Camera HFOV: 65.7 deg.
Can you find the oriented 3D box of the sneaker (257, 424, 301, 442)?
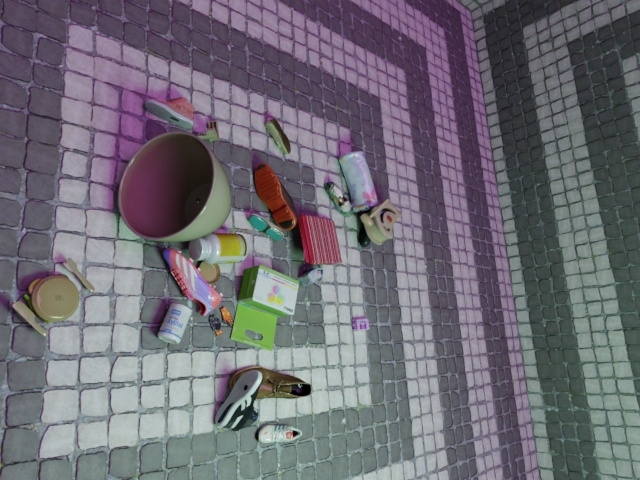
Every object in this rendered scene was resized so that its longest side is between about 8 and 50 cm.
[{"bbox_3d":[-0.135,0.656,1.682,0.161,0.075,0.057,14,68,-41],"label":"sneaker"}]

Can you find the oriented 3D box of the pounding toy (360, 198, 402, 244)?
[{"bbox_3d":[0.284,-0.087,2.142,0.269,0.155,0.154,-31,88,-50],"label":"pounding toy"}]

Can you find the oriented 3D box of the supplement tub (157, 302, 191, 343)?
[{"bbox_3d":[-0.443,0.253,1.506,0.071,0.071,0.107,35,56,-32],"label":"supplement tub"}]

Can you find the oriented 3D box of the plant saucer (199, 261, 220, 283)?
[{"bbox_3d":[-0.373,0.106,1.656,0.083,0.015,0.083,16,67,-41],"label":"plant saucer"}]

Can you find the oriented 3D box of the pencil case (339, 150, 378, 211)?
[{"bbox_3d":[0.170,-0.263,2.223,0.113,0.124,0.273,49,27,-88],"label":"pencil case"}]

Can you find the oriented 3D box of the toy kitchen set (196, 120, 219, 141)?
[{"bbox_3d":[-0.400,-0.395,1.745,0.068,0.083,0.075,-6,80,-3],"label":"toy kitchen set"}]

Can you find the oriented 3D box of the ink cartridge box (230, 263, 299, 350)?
[{"bbox_3d":[-0.190,0.239,1.737,0.189,0.097,0.255,27,60,-36],"label":"ink cartridge box"}]

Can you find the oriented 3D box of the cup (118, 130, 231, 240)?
[{"bbox_3d":[-0.405,-0.135,1.520,0.237,0.331,0.331,34,52,-66],"label":"cup"}]

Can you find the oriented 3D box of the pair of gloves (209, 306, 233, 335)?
[{"bbox_3d":[-0.331,0.269,1.652,0.083,0.010,0.074,-32,100,-42],"label":"pair of gloves"}]

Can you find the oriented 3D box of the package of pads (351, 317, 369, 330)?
[{"bbox_3d":[0.171,0.356,2.098,0.083,0.032,0.050,4,74,-43],"label":"package of pads"}]

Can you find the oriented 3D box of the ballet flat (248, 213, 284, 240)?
[{"bbox_3d":[-0.205,-0.055,1.851,0.168,0.057,0.052,40,26,-33],"label":"ballet flat"}]

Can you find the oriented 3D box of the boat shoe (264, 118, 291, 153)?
[{"bbox_3d":[-0.170,-0.413,1.992,0.153,0.048,0.056,59,34,-23],"label":"boat shoe"}]

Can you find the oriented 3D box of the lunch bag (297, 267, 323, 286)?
[{"bbox_3d":[-0.036,0.137,1.934,0.083,0.071,0.053,-32,97,-42],"label":"lunch bag"}]

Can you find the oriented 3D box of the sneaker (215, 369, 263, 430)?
[{"bbox_3d":[-0.229,0.512,1.585,0.121,0.079,0.217,34,98,-38],"label":"sneaker"}]

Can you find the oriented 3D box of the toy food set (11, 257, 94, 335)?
[{"bbox_3d":[-0.706,0.150,1.312,0.132,0.038,0.192,60,40,-23],"label":"toy food set"}]

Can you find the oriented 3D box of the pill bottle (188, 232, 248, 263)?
[{"bbox_3d":[-0.338,0.027,1.641,0.184,0.103,0.103,1,78,-50],"label":"pill bottle"}]

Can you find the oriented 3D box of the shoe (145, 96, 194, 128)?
[{"bbox_3d":[-0.502,-0.449,1.664,0.178,0.063,0.081,22,62,-44],"label":"shoe"}]

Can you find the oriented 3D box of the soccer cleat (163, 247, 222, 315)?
[{"bbox_3d":[-0.416,0.130,1.567,0.248,0.083,0.095,51,61,-21],"label":"soccer cleat"}]

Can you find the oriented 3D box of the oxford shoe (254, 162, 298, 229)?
[{"bbox_3d":[-0.168,-0.171,1.902,0.271,0.097,0.098,66,20,-7],"label":"oxford shoe"}]

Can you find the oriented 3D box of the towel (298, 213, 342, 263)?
[{"bbox_3d":[0.000,0.000,1.991,0.275,0.031,0.199,6,72,-61],"label":"towel"}]

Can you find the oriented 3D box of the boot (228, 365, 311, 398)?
[{"bbox_3d":[-0.162,0.489,1.680,0.305,0.115,0.112,16,72,-38],"label":"boot"}]

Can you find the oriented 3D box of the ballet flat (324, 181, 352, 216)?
[{"bbox_3d":[0.087,-0.175,2.146,0.188,0.070,0.070,49,49,-20],"label":"ballet flat"}]

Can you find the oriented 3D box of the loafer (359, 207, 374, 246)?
[{"bbox_3d":[0.233,-0.056,2.246,0.078,0.076,0.223,37,51,-21],"label":"loafer"}]
